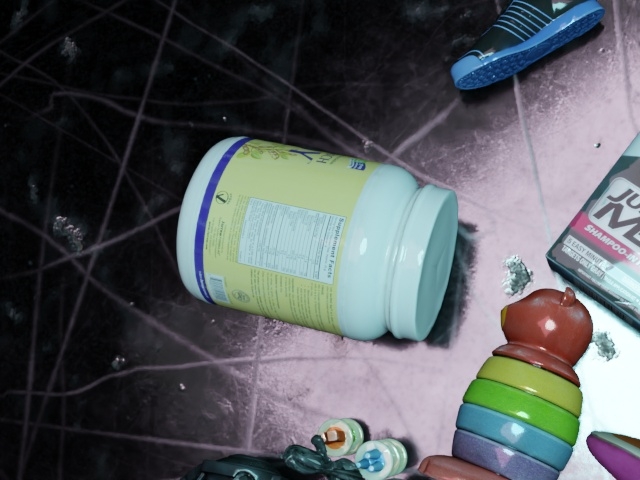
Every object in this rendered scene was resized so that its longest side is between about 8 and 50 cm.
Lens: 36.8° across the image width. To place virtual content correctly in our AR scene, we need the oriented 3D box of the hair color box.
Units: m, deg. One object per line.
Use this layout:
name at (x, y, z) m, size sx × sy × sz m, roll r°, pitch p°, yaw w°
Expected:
hair color box at (0.479, -0.069, 1.240) m, size 0.185 × 0.113 × 0.374 m, roll 38°, pitch 92°, yaw 19°

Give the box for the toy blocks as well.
toy blocks at (0.046, 0.279, 1.290) m, size 0.123 × 0.148 × 0.054 m, roll 22°, pitch 87°, yaw 18°

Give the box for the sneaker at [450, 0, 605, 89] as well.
sneaker at (0.279, -0.300, 1.361) m, size 0.232 × 0.081 × 0.090 m, roll -27°, pitch 71°, yaw 3°

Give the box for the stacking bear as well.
stacking bear at (0.262, 0.198, 1.243) m, size 0.164 × 0.175 × 0.289 m, roll 19°, pitch 79°, yaw 21°

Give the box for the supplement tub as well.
supplement tub at (0.000, 0.000, 1.303) m, size 0.331 × 0.241 × 0.241 m, roll 12°, pitch 84°, yaw 18°

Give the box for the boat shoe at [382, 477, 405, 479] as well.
boat shoe at (0.101, 0.472, 1.166) m, size 0.130 × 0.132 × 0.356 m, roll -8°, pitch 70°, yaw 43°

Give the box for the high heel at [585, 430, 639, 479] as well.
high heel at (0.468, 0.388, 1.168) m, size 0.377 × 0.127 × 0.181 m, roll 31°, pitch 102°, yaw 26°

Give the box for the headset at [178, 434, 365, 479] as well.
headset at (-0.111, 0.380, 1.265) m, size 0.394 × 0.185 × 0.243 m, roll -34°, pitch 47°, yaw 25°
